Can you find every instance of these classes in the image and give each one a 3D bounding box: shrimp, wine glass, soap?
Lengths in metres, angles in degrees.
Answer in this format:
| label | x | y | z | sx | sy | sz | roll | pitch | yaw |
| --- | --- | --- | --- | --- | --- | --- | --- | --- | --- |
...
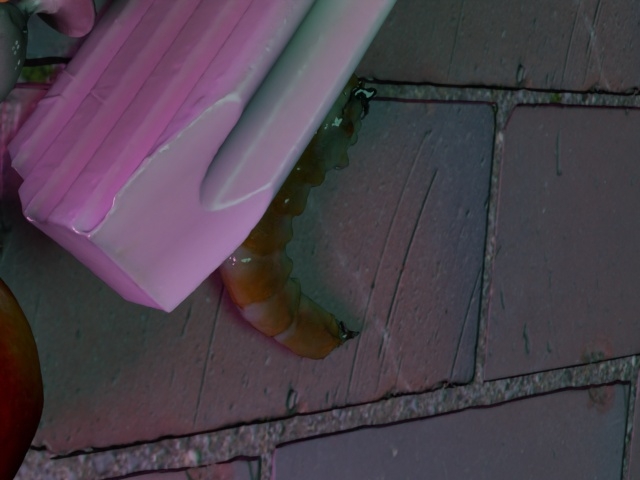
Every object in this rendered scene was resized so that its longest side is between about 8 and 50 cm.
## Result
| label | x | y | z | sx | sy | sz | roll | pitch | yaw |
| --- | --- | --- | --- | --- | --- | --- | --- | --- | --- |
| shrimp | -0.023 | -0.005 | 1.433 | 0.185 | 0.068 | 0.287 | -23 | 116 | -40 |
| wine glass | -0.265 | -0.137 | 1.130 | 0.202 | 0.093 | 0.093 | -47 | 128 | -32 |
| soap | -0.100 | -0.121 | 1.223 | 0.115 | 0.208 | 0.347 | 50 | 62 | -40 |

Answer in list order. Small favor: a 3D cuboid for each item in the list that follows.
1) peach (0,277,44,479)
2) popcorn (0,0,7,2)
| label | x | y | z | sx | sy | sz | roll | pitch | yaw |
| --- | --- | --- | --- | --- | --- | --- | --- | --- | --- |
| peach | -0.312 | 0.103 | 1.051 | 0.243 | 0.199 | 0.243 | 1 | 89 | -41 |
| popcorn | -0.225 | -0.308 | 1.032 | 0.297 | 0.281 | 0.316 | 30 | 57 | -15 |
